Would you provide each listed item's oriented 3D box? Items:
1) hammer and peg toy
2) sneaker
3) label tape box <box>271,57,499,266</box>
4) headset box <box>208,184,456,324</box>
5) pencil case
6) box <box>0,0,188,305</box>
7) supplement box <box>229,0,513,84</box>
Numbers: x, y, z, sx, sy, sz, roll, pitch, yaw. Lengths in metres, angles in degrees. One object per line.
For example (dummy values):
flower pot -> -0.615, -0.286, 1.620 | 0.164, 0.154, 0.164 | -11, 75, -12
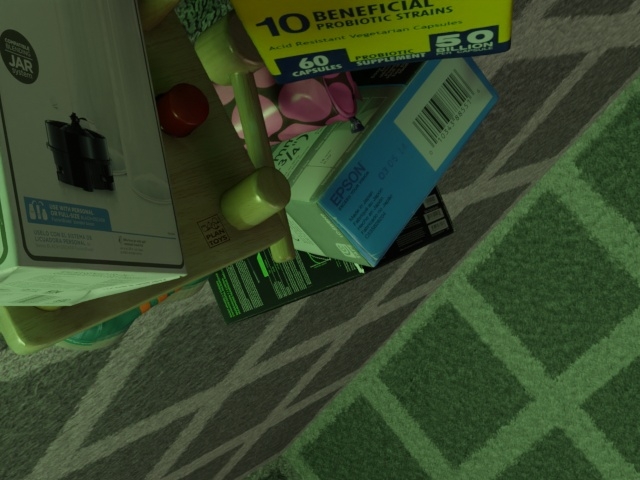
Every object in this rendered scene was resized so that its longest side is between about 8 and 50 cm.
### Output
hammer and peg toy -> -0.131, -0.085, 0.756 | 0.361, 0.266, 0.127 | -24, 176, -43
sneaker -> -0.218, 0.030, 1.160 | 0.121, 0.108, 0.302 | -52, 169, 31
label tape box -> 0.009, -0.110, 1.109 | 0.240, 0.106, 0.334 | -52, -152, -16
headset box -> 0.000, 0.000, 1.360 | 0.283, 0.131, 0.246 | -24, 178, 39
pencil case -> -0.065, -0.128, 0.970 | 0.209, 0.095, 0.098 | -14, 178, 21
box -> -0.173, -0.112, 0.530 | 0.087, 0.289, 0.169 | -15, 171, 19
supplement box -> 0.021, -0.265, 0.620 | 0.194, 0.195, 0.356 | -7, 166, 9
